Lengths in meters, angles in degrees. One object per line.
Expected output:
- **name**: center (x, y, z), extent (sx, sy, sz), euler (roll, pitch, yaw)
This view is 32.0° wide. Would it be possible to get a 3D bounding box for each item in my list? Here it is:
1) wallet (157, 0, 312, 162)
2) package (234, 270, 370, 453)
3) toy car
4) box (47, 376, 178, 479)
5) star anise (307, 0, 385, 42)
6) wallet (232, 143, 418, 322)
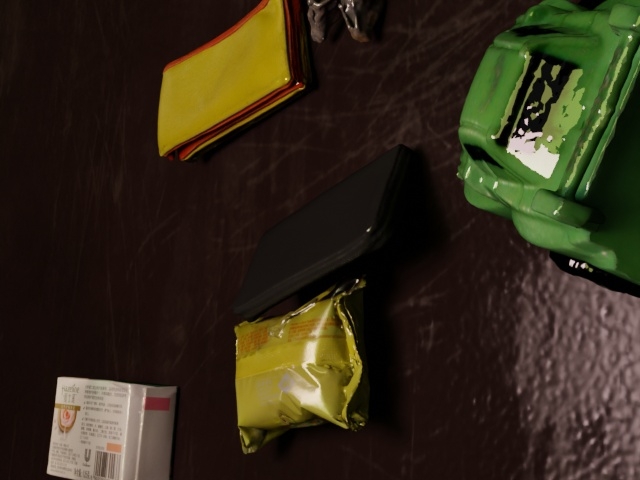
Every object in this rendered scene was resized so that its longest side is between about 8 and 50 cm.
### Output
- **wallet**: center (-0.106, -0.200, 1.381), extent (0.241, 0.067, 0.141), euler (-24, 60, 39)
- **package**: center (-0.022, 0.134, 1.191), extent (0.226, 0.090, 0.168), euler (-19, 65, 47)
- **toy car**: center (0.197, -0.092, 0.857), extent (0.358, 0.176, 0.213), euler (-132, 61, -69)
- **box**: center (-0.275, 0.251, 1.469), extent (0.199, 0.081, 0.135), euler (-3, 80, 47)
- **star anise**: center (0.052, -0.320, 1.215), extent (0.172, 0.063, 0.208), euler (5, 86, 48)
- **wallet**: center (0.000, 0.000, 1.185), extent (0.250, 0.044, 0.149), euler (-32, 25, 39)
